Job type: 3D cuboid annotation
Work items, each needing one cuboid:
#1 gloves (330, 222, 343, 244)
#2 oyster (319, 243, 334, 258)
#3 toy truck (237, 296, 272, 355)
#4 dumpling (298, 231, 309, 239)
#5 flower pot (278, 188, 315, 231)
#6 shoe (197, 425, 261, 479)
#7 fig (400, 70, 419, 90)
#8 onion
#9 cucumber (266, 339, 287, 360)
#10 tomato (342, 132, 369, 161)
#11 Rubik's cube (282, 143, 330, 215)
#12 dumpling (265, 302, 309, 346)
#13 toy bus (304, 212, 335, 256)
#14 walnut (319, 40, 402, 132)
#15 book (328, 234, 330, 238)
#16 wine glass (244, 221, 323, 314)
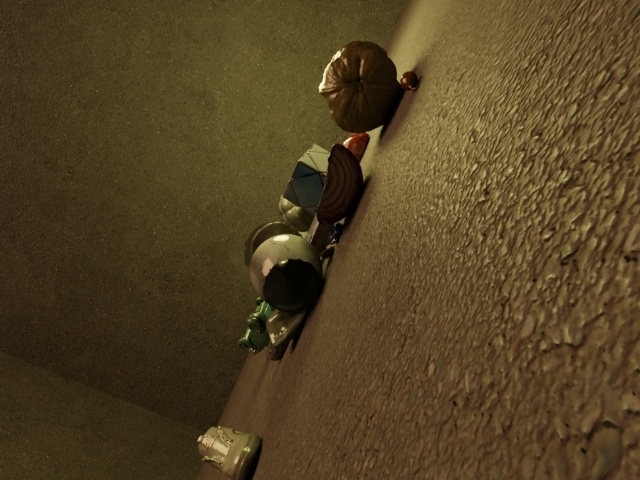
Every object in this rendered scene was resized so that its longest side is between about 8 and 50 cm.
[{"bbox_3d":[0.052,-0.024,1.472,0.064,0.026,0.086,-57,10,46],"label":"gloves"},{"bbox_3d":[0.022,0.036,1.484,0.051,0.034,0.093,-49,-2,13],"label":"oyster"},{"bbox_3d":[-0.247,0.371,2.022,0.155,0.156,0.279,-72,7,-50],"label":"toy truck"},{"bbox_3d":[-0.124,0.010,2.525,0.217,0.149,0.105,-88,-19,-60],"label":"dumpling"},{"bbox_3d":[-0.082,-0.159,2.291,0.195,0.246,0.246,39,108,51],"label":"flower pot"},{"bbox_3d":[-0.262,0.573,1.285,0.316,0.159,0.124,119,175,-66],"label":"shoe"},{"bbox_3d":[0.243,-0.424,1.258,0.083,0.050,0.050,-106,36,-51],"label":"fig"},{"bbox_3d":[0.079,-0.161,1.456,0.247,0.111,0.250,21,-99,-76],"label":"onion"},{"bbox_3d":[-0.147,0.357,1.597,0.064,0.064,0.112,-91,25,-78],"label":"cucumber"},{"bbox_3d":[0.129,-0.374,1.896,0.159,0.091,0.139,-64,7,2],"label":"tomato"},{"bbox_3d":[-0.011,-0.254,2.008,0.205,0.205,0.207,-60,-3,38],"label":"Rubik's cube"},{"bbox_3d":[-0.110,0.244,1.472,0.219,0.107,0.153,-87,21,-68],"label":"dumpling"},{"bbox_3d":[-0.006,-0.018,1.677,0.064,0.075,0.191,0,62,55],"label":"toy bus"},{"bbox_3d":[0.130,-0.505,1.548,0.253,0.282,0.277,-25,19,8],"label":"walnut"},{"bbox_3d":[0.000,0.000,1.883,0.289,0.026,0.202,122,170,-55],"label":"book"},{"bbox_3d":[-0.118,0.080,1.467,0.238,0.237,0.323,-65,18,12],"label":"wine glass"}]
